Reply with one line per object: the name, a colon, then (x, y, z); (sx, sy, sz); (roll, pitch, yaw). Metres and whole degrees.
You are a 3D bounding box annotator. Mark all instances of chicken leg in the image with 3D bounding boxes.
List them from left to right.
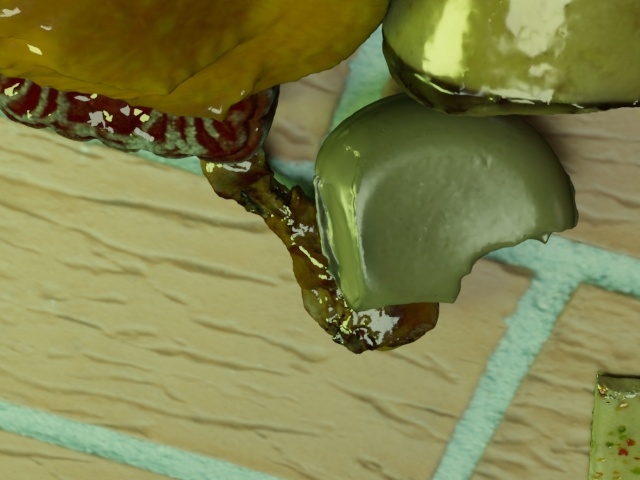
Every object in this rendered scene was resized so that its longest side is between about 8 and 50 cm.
chicken leg: (-0.001, -0.001, 1.342); (0.107, 0.087, 0.251); (-42, 109, 13)

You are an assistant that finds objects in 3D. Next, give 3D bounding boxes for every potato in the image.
potato: (0.182, -0.210, 1.026); (0.285, 0.242, 0.242); (-2, 133, -7)

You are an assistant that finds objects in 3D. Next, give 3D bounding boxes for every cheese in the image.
cheese: (0.098, -0.032, 1.253); (0.202, 0.091, 0.175); (-6, 109, -2)

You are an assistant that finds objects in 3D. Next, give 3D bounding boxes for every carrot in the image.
carrot: (-0.059, -0.219, 0.994); (0.241, 0.340, 0.241); (13, 150, 8)

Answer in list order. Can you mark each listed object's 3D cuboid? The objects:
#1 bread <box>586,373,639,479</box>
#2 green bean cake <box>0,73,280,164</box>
bread: (0.283, 0.182, 1.481); (0.068, 0.028, 0.153); (2, 133, 6)
green bean cake: (-0.139, -0.158, 1.207); (0.233, 0.097, 0.198); (14, 132, -2)
